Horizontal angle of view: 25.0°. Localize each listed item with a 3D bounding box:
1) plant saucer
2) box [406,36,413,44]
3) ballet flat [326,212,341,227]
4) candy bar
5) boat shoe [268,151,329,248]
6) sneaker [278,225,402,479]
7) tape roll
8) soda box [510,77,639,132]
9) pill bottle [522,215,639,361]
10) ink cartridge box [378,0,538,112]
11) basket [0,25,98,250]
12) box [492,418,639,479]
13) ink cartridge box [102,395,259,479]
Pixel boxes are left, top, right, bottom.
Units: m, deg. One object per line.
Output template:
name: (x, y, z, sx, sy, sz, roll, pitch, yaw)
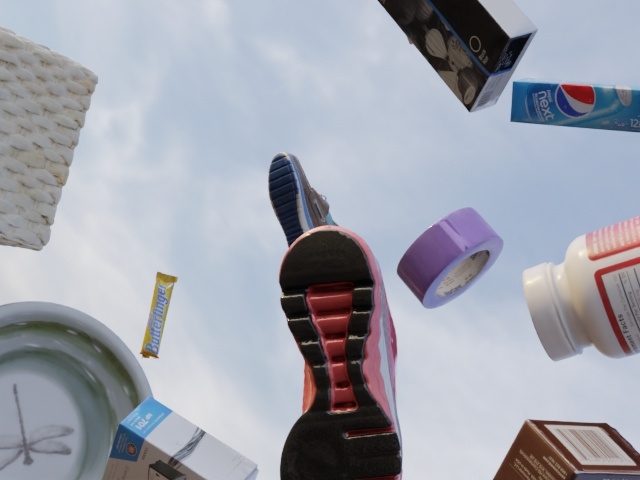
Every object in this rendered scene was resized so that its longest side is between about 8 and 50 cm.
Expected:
plant saucer: (-0.442, 0.293, 2.173, 0.100, 0.400, 0.400, -13, -70, 55)
box: (0.211, -0.440, 2.755, 0.087, 0.101, 0.102, -31, -102, 47)
ballet flat: (0.000, 0.000, 2.309, 0.086, 0.086, 0.248, 39, -5, 44)
candy bar: (-0.297, 0.139, 2.645, 0.040, 0.161, 0.018, 14, -9, -12)
boat shoe: (-0.025, -0.044, 2.131, 0.066, 0.066, 0.183, -14, -90, 47)
sneaker: (0.038, 0.146, 1.357, 0.136, 0.116, 0.313, 14, 75, -70)
tape roll: (0.235, 0.033, 2.619, 0.080, 0.189, 0.189, 51, -19, 22)
soda box: (0.403, -0.209, 2.222, 0.210, 0.071, 0.067, 7, -78, 25)
pill bottle: (0.570, 0.070, 2.500, 0.229, 0.408, 0.229, -19, 90, -73)
ink cartridge box: (0.175, -0.365, 2.154, 0.332, 0.065, 0.165, 54, -35, 24)
basket: (-0.572, -0.179, 2.212, 0.266, 0.328, 0.331, 7, -12, 44)
box: (0.334, 0.467, 2.235, 0.143, 0.191, 0.381, 48, -59, 44)
ink cartridge box: (-0.199, 0.331, 2.028, 0.191, 0.082, 0.139, 31, -53, 14)
